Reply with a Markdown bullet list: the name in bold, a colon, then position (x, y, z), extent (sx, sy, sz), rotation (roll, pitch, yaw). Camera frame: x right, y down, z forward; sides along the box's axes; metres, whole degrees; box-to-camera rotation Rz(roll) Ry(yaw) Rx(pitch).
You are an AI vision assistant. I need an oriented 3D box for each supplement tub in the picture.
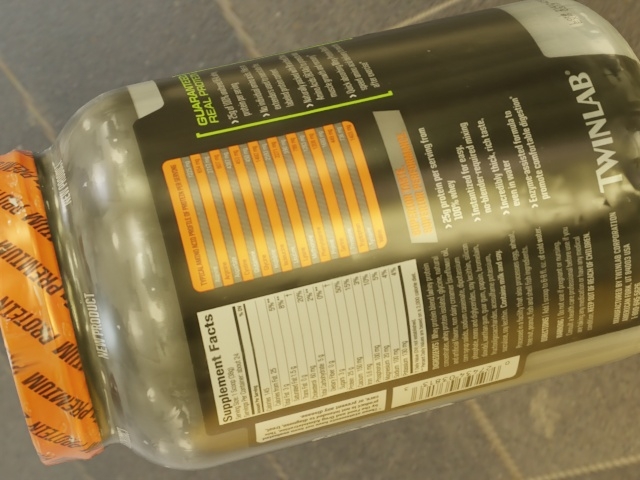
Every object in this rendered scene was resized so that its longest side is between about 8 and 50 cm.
- **supplement tub**: position (0.000, 0.000, 0.418), extent (0.190, 0.117, 0.117), rotation (-13, 121, -9)
